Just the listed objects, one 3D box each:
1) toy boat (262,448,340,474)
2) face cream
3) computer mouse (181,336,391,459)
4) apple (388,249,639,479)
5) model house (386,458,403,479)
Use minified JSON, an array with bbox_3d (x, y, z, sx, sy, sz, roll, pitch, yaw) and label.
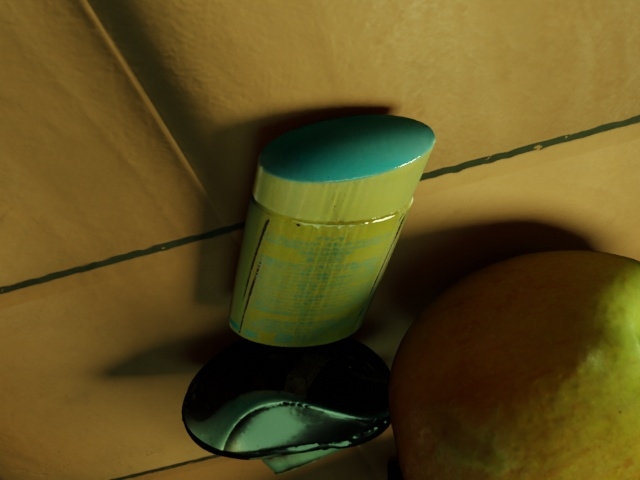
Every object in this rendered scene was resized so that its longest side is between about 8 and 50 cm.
[{"bbox_3d":[-0.001,0.218,1.103,0.134,0.078,0.208,-22,173,-44],"label":"toy boat"},{"bbox_3d":[0.000,0.000,0.809,0.139,0.067,0.285,-2,146,-14],"label":"face cream"},{"bbox_3d":[-0.034,0.156,0.976,0.233,0.137,0.096,-6,129,-4],"label":"computer mouse"},{"bbox_3d":[0.249,0.175,0.891,0.305,0.338,0.338,-31,141,31],"label":"apple"},{"bbox_3d":[0.226,0.443,1.332,0.297,0.317,0.282,14,137,-12],"label":"model house"}]
